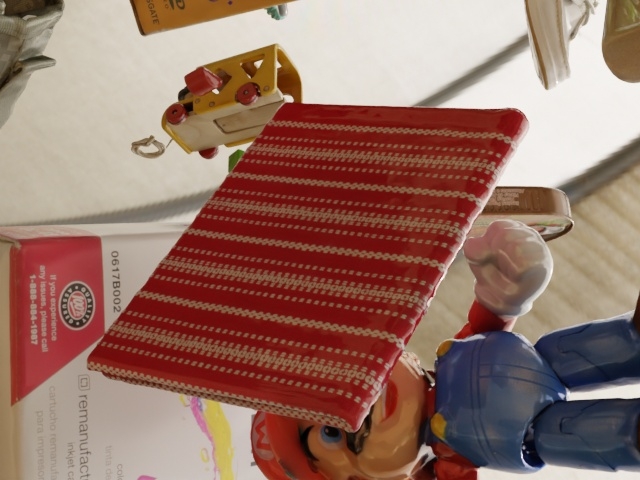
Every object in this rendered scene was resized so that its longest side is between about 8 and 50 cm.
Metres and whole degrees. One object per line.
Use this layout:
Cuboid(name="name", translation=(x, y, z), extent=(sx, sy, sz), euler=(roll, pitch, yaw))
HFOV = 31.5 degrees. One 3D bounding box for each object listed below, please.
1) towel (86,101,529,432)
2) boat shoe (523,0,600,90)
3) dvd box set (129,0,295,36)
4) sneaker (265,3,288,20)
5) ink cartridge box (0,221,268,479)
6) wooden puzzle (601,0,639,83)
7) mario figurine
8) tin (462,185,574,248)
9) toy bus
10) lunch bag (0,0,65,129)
Cuboid(name="towel", translation=(0.000, 0.000, 0.722), extent=(0.199, 0.031, 0.275), euler=(6, -135, 33))
Cuboid(name="boat shoe", translation=(0.290, -0.298, 1.349), extent=(0.096, 0.098, 0.277), euler=(-4, -124, 11))
Cuboid(name="dvd box set", translation=(0.047, -0.300, 0.996), extent=(0.420, 0.062, 0.307), euler=(-12, -150, 4))
Cuboid(name="sneaker", translation=(-0.048, -0.355, 1.387), extent=(0.076, 0.166, 0.065), euler=(-10, -173, -14))
Cuboid(name="ink cartridge box", translation=(-0.139, 0.097, 0.936), extent=(0.131, 0.306, 0.226), euler=(4, -84, 50))
Cuboid(name="wooden puzzle", translation=(0.429, -0.334, 1.108), extent=(0.322, 0.080, 0.348), euler=(-16, -139, 32))
Cuboid(name="mario figurine", translation=(0.082, 0.105, 0.732), extent=(0.320, 0.170, 0.198), euler=(-16, -163, 30))
Cuboid(name="tin", translation=(0.162, -0.023, 1.143), extent=(0.190, 0.106, 0.040), euler=(0, -104, -13))
Cuboid(name="toy bus", translation=(-0.120, -0.179, 1.442), extent=(0.202, 0.191, 0.104), euler=(11, -122, -20))
Cuboid(name="lunch bag", translation=(-0.311, -0.150, 0.716), extent=(0.287, 0.169, 0.235), euler=(46, -52, 5))
